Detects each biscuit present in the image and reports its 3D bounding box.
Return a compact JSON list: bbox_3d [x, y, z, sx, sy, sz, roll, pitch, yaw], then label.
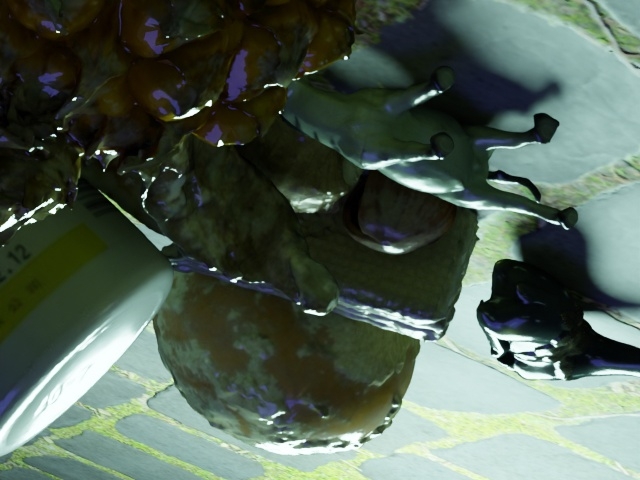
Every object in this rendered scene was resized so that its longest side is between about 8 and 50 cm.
[{"bbox_3d":[0.000,0.000,1.355,0.239,0.108,0.062,15,157,12],"label":"biscuit"}]

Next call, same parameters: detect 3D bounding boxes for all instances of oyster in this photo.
[{"bbox_3d":[-0.142,-0.102,1.179,0.204,0.111,0.396,19,150,53],"label":"oyster"}]

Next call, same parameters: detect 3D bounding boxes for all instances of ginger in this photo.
[{"bbox_3d":[-0.048,-0.076,1.272,0.165,0.067,0.096,25,148,14],"label":"ginger"}]

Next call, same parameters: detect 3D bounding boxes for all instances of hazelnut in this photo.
[{"bbox_3d":[0.060,-0.025,1.281,0.086,0.086,0.086,17,160,7],"label":"hazelnut"}]

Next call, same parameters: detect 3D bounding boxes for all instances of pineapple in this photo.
[{"bbox_3d":[-0.143,-0.148,0.854,0.344,0.286,0.209,14,159,10],"label":"pineapple"}]

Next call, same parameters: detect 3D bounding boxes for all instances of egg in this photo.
[{"bbox_3d":[-0.031,0.078,1.463,0.245,0.203,0.203,29,159,-6],"label":"egg"}]

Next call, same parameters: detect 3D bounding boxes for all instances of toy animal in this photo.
[{"bbox_3d":[0.060,-0.072,1.176,0.217,0.073,0.176,26,169,-32],"label":"toy animal"}]

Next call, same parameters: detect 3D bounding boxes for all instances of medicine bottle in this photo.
[{"bbox_3d":[-0.298,-0.019,1.302,0.339,0.208,0.208,43,161,7],"label":"medicine bottle"}]

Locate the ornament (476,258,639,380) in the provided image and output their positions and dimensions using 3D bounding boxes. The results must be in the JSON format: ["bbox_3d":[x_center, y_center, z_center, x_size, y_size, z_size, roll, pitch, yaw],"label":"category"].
[{"bbox_3d":[0.261,0.087,1.392,0.236,0.080,0.202,13,162,24],"label":"ornament"}]
